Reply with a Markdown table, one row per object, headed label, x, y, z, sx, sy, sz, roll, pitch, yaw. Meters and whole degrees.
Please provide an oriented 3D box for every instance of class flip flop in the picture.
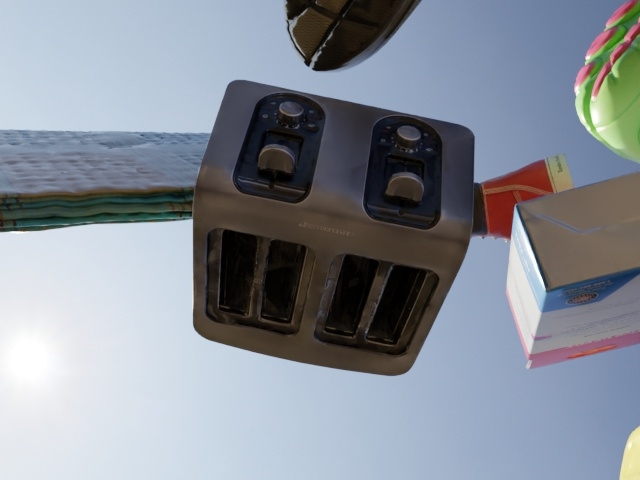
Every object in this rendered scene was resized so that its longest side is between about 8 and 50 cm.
| label | x | y | z | sx | sy | sz | roll | pitch | yaw |
| --- | --- | --- | --- | --- | --- | --- | --- | --- | --- |
| flip flop | 0.075 | -0.223 | 0.415 | 0.277 | 0.080 | 0.112 | -47 | -118 | 29 |

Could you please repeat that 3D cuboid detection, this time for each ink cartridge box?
| label | x | y | z | sx | sy | sz | roll | pitch | yaw |
| --- | --- | --- | --- | --- | --- | --- | --- | --- | --- |
| ink cartridge box | 0.239 | 0.037 | 0.536 | 0.134 | 0.231 | 0.078 | -15 | -118 | 6 |

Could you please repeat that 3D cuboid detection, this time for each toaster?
| label | x | y | z | sx | sy | sz | roll | pitch | yaw |
| --- | --- | --- | --- | --- | --- | --- | --- | --- | --- |
| toaster | 0.000 | 0.000 | 0.427 | 0.167 | 0.110 | 0.186 | 12 | -44 | -1 |

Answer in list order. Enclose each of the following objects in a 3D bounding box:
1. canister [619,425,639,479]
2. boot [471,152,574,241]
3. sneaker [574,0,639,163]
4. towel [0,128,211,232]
| label | x | y | z | sx | sy | sz | roll | pitch | yaw |
| --- | --- | --- | --- | --- | --- | --- | --- | --- | --- |
| canister | 0.365 | 0.217 | 0.531 | 0.169 | 0.073 | 0.126 | 16 | -22 | 18 |
| boot | 0.287 | -0.010 | 0.888 | 0.176 | 0.088 | 0.244 | -16 | -45 | 23 |
| sneaker | 0.461 | -0.264 | 0.581 | 0.202 | 0.185 | 0.483 | 37 | -74 | -8 |
| towel | -0.196 | -0.063 | 0.563 | 0.271 | 0.370 | 0.040 | 30 | -60 | 52 |
